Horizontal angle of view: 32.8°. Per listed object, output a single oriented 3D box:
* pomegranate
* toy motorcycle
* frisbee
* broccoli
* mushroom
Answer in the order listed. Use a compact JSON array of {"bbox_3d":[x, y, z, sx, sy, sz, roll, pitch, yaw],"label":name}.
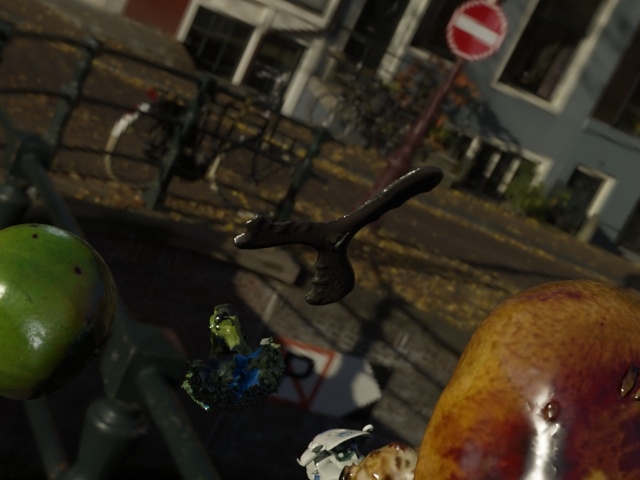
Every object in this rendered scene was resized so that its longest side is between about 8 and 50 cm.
[{"bbox_3d":[-0.322,0.054,1.112,0.225,0.187,0.187,31,16,2],"label":"pomegranate"},{"bbox_3d":[0.045,0.313,1.313,0.102,0.150,0.221,-14,48,-29],"label":"toy motorcycle"},{"bbox_3d":[0.000,0.000,1.007,0.187,0.211,0.012,-1,52,-35],"label":"frisbee"},{"bbox_3d":[-0.129,0.174,1.584,0.167,0.160,0.154,-12,5,-17],"label":"broccoli"},{"bbox_3d":[0.204,0.195,0.960,0.345,0.345,0.259,17,0,-29],"label":"mushroom"}]
